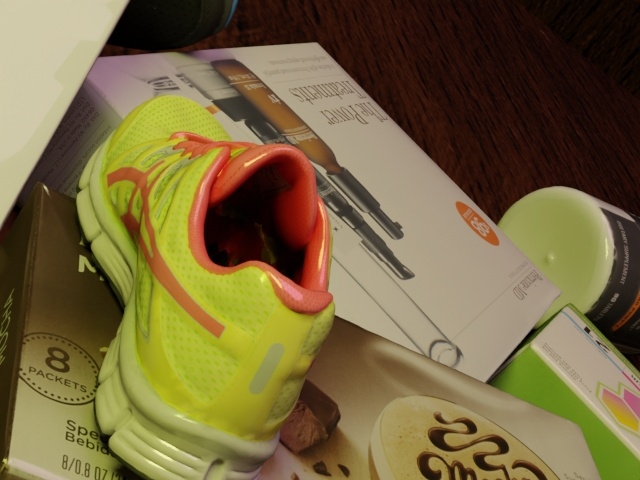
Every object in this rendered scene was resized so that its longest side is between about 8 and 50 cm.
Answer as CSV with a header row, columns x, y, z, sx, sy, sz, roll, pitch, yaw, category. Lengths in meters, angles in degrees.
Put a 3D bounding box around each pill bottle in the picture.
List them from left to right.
x,y,z,sx,sy,sz,roll,pitch,yaw,category
0.272,0.037,1.191,0.245,0.130,0.130,16,34,-48,pill bottle

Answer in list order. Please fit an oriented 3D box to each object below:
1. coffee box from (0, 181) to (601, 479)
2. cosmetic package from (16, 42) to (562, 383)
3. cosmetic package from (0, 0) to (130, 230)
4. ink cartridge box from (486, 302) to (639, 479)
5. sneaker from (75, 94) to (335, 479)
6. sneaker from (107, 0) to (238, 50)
x,y,z,sx,sy,sz,roll,pitch,yaw,category
-0.015,0.119,0.528,0.297,0.119,0.168,26,28,-22,coffee box
0.000,0.000,0.847,0.284,0.097,0.377,48,22,6,cosmetic package
-0.144,-0.094,0.616,0.060,0.099,0.239,34,57,-19,cosmetic package
0.174,0.163,0.839,0.189,0.097,0.255,47,21,9,ink cartridge box
-0.033,-0.005,0.465,0.081,0.094,0.208,21,28,-27,sneaker
-0.215,-0.174,0.744,0.340,0.125,0.140,17,39,-11,sneaker
